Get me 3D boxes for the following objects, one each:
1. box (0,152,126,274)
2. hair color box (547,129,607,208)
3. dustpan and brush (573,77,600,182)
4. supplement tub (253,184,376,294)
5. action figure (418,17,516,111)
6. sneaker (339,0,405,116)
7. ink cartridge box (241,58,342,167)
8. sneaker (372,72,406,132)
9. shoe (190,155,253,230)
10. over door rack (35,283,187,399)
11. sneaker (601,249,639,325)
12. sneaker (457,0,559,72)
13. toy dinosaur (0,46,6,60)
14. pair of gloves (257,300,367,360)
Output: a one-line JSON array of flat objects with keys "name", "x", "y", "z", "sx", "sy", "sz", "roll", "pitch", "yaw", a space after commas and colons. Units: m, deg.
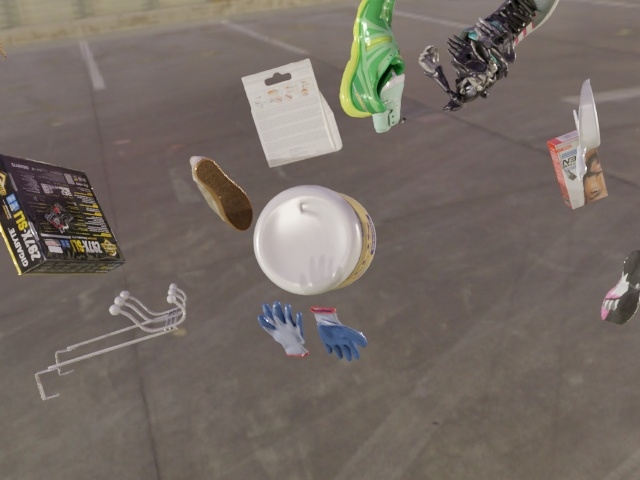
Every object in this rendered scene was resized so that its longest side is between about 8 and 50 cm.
[{"name": "box", "x": -0.595, "y": -0.049, "z": 1.758, "sx": 0.079, "sy": 0.257, "sz": 0.322, "roll": -27, "pitch": -9, "yaw": 14}, {"name": "hair color box", "x": 0.606, "y": -0.169, "z": 1.843, "sx": 0.093, "sy": 0.167, "sz": 0.053, "roll": -22, "pitch": 21, "yaw": 1}, {"name": "dustpan and brush", "x": 0.564, "y": -0.219, "z": 1.671, "sx": 0.060, "sy": 0.147, "sz": 0.211, "roll": -10, "pitch": 61, "yaw": 17}, {"name": "supplement tub", "x": 0.000, "y": 0.000, "z": 1.821, "sx": 0.240, "sy": 0.241, "sz": 0.331, "roll": -1, "pitch": 0, "yaw": 12}, {"name": "action figure", "x": 0.289, "y": -0.344, "z": 1.505, "sx": 0.164, "sy": 0.141, "sz": 0.276, "roll": -32, "pitch": -5, "yaw": 0}, {"name": "sneaker", "x": 0.128, "y": -0.405, "z": 1.682, "sx": 0.123, "sy": 0.296, "sz": 0.109, "roll": 11, "pitch": -1, "yaw": 18}, {"name": "ink cartridge box", "x": -0.067, "y": -0.300, "z": 1.843, "sx": 0.180, "sy": 0.225, "sz": 0.056, "roll": -11, "pitch": 16, "yaw": 20}, {"name": "sneaker", "x": 0.155, "y": -0.350, "z": 2.052, "sx": 0.094, "sy": 0.151, "sz": 0.256, "roll": 9, "pitch": 22, "yaw": 28}, {"name": "shoe", "x": -0.224, "y": -0.109, "z": 1.767, "sx": 0.076, "sy": 0.219, "sz": 0.058, "roll": -46, "pitch": 39, "yaw": -17}, {"name": "over door rack", "x": -0.436, "y": 0.186, "z": 1.629, "sx": 0.324, "sy": 0.108, "sz": 0.239, "roll": -29, "pitch": 7, "yaw": -6}, {"name": "sneaker", "x": 0.686, "y": 0.106, "z": 1.725, "sx": 0.072, "sy": 0.178, "sz": 0.077, "roll": 33, "pitch": 20, "yaw": 28}, {"name": "sneaker", "x": 0.406, "y": -0.474, "z": 1.732, "sx": 0.124, "sy": 0.295, "sz": 0.178, "roll": 42, "pitch": 44, "yaw": 1}, {"name": "toy dinosaur", "x": -0.689, "y": -0.425, "z": 1.615, "sx": 0.064, "sy": 0.211, "sz": 0.112, "roll": -27, "pitch": 53, "yaw": 2}, {"name": "pair of gloves", "x": -0.014, "y": 0.167, "z": 1.439, "sx": 0.198, "sy": 0.159, "sz": 0.023, "roll": -1, "pitch": 48, "yaw": 24}]
